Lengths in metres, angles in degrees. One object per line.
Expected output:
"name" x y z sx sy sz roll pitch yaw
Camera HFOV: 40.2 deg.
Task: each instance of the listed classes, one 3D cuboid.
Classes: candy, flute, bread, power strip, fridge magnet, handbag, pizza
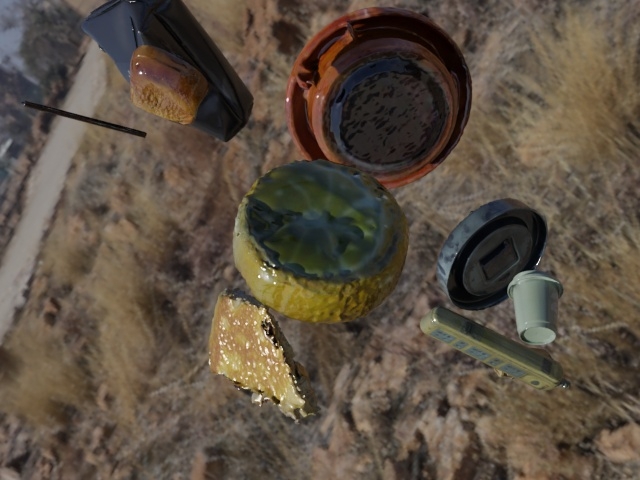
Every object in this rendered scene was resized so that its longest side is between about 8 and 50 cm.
"candy" 0.000 0.000 1.250 0.118 0.259 0.260 99 -172 -53
"flute" -0.449 -0.232 1.684 0.014 0.269 0.014 -10 76 43
"bread" -0.246 -0.236 1.380 0.126 0.129 0.044 115 176 -49
"power strip" 0.418 0.265 2.061 0.092 0.387 0.066 125 169 -63
"fridge magnet" 0.113 -0.258 1.663 0.364 0.363 0.155 -51 22 18
"handbag" -0.325 -0.348 1.745 0.288 0.342 0.152 14 60 46
"pizza" -0.092 0.188 1.427 0.297 0.071 0.189 25 116 52

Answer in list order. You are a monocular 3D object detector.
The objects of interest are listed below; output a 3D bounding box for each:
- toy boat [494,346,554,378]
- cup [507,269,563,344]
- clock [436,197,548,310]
"toy boat" 0.520 0.319 2.258 0.057 0.200 0.077 -119 35 -67
"cup" 0.463 0.146 1.887 0.120 0.120 0.141 -37 32 46
"clock" 0.426 0.035 2.169 0.313 0.312 0.061 -53 45 12
